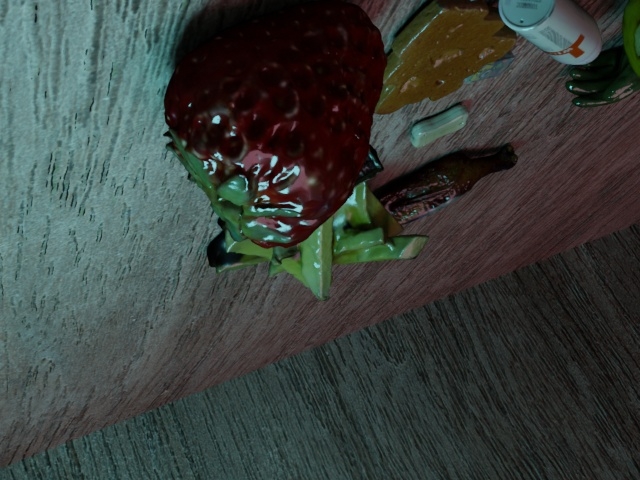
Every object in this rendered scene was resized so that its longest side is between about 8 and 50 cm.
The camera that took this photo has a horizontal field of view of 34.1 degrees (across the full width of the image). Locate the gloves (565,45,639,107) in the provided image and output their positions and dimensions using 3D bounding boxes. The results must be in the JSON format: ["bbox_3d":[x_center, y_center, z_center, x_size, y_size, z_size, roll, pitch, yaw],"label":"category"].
[{"bbox_3d":[0.631,-0.361,2.146,0.268,0.135,0.107,-32,121,9],"label":"gloves"}]

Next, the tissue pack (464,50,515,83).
[{"bbox_3d":[0.304,-0.319,1.896,0.083,0.035,0.063,-17,160,-31],"label":"tissue pack"}]

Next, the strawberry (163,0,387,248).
[{"bbox_3d":[-0.031,-0.176,1.443,0.345,0.295,0.317,-41,130,-13],"label":"strawberry"}]

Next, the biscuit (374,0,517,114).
[{"bbox_3d":[0.199,-0.320,1.721,0.284,0.043,0.306,-26,161,-2],"label":"biscuit"}]

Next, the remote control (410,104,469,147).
[{"bbox_3d":[0.234,-0.227,2.063,0.122,0.032,0.074,-25,163,-10],"label":"remote control"}]

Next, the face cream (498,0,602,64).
[{"bbox_3d":[0.409,-0.369,1.800,0.102,0.102,0.345,-35,160,23],"label":"face cream"}]

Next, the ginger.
[{"bbox_3d":[0.000,0.000,2.080,0.413,0.211,0.358,-22,160,-17],"label":"ginger"}]

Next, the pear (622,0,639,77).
[{"bbox_3d":[0.694,-0.397,1.918,0.321,0.269,0.269,-28,169,-50],"label":"pear"}]

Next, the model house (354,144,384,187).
[{"bbox_3d":[0.022,-0.144,1.791,0.165,0.152,0.106,-29,157,-1],"label":"model house"}]

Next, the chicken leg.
[{"bbox_3d":[0.288,-0.127,2.342,0.407,0.096,0.158,-25,167,-17],"label":"chicken leg"}]
